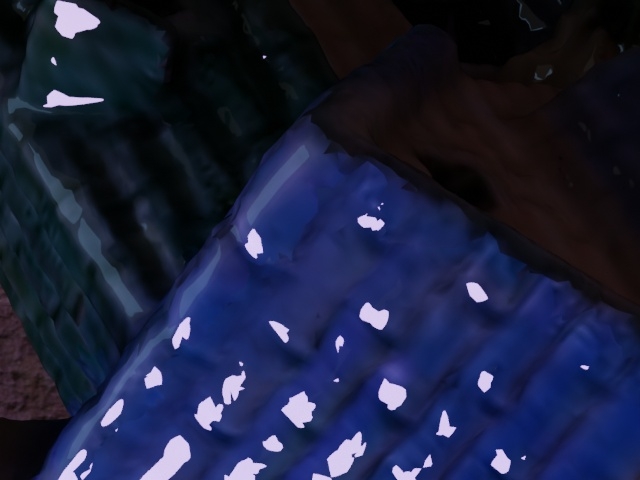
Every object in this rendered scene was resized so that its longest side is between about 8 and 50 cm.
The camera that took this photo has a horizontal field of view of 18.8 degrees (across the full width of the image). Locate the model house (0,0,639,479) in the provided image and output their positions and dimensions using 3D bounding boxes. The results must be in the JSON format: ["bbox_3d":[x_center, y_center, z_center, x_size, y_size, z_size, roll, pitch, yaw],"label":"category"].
[{"bbox_3d":[0.000,0.000,0.937,0.395,0.400,0.445,-52,51,31],"label":"model house"}]
